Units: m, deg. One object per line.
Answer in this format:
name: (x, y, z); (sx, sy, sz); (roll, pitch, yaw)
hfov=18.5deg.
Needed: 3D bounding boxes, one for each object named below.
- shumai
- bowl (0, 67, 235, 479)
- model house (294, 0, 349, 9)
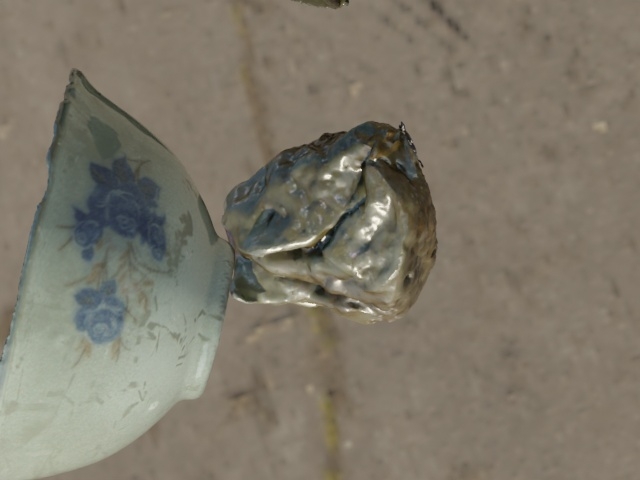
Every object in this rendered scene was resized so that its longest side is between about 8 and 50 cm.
shumai: (0.001, 0.004, 1.782); (0.184, 0.185, 0.218); (64, 170, 2)
bowl: (-0.144, 0.044, 1.415); (0.313, 0.146, 0.313); (-167, 90, -85)
model house: (-0.061, -0.399, 2.099); (0.204, 0.211, 0.243); (23, -99, -76)
